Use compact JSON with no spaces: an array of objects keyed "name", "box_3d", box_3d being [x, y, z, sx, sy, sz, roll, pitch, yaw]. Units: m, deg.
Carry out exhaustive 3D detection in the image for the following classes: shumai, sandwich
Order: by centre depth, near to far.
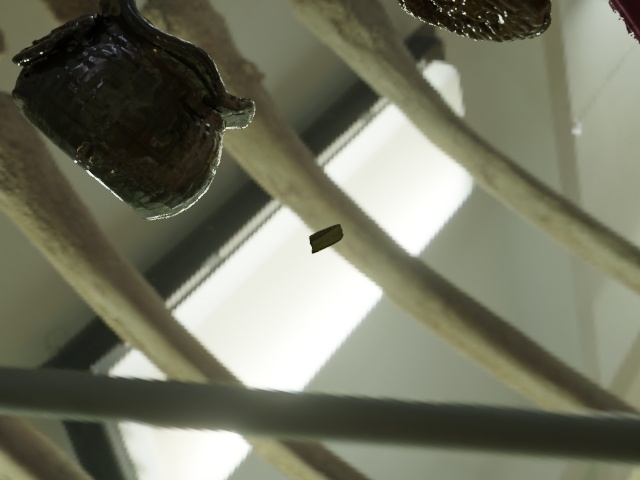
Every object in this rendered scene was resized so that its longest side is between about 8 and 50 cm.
[{"name":"shumai","box_3d":[0.217,-0.380,1.712,0.184,0.218,0.185,73,-152,-49]},{"name":"sandwich","box_3d":[0.000,0.000,2.147,0.083,0.044,0.031,-26,-80,-38]}]

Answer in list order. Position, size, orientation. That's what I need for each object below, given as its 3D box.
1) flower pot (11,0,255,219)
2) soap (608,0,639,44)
[{"name":"flower pot","box_3d":[-0.252,-0.183,1.638,0.213,0.302,0.302,-49,-38,-3]},{"name":"soap","box_3d":[0.465,-0.241,1.461,0.162,0.250,0.099,-23,-17,-26]}]
